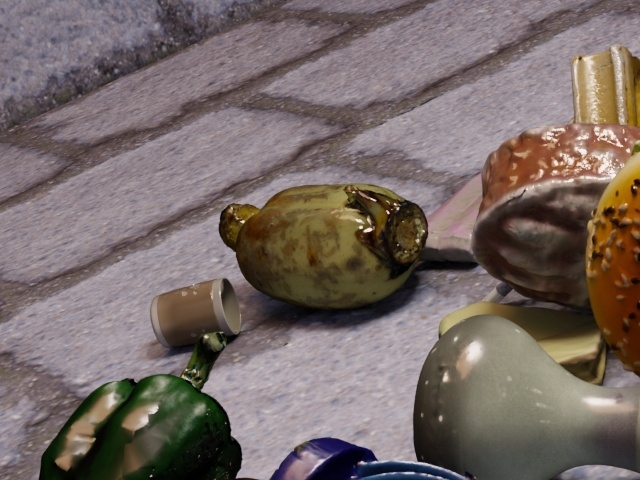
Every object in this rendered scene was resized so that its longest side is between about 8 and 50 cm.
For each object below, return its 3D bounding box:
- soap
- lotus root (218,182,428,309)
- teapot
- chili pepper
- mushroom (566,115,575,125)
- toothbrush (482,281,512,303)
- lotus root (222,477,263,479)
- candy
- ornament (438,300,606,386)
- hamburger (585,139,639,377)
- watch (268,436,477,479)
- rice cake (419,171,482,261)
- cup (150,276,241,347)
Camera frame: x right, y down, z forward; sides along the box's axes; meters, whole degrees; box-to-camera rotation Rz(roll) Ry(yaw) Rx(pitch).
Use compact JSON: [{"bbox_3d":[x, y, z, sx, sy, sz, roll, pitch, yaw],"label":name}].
[{"bbox_3d":[0.356,-0.079,1.938,0.080,0.258,0.160,-11,-22,27],"label":"soap"},{"bbox_3d":[0.000,0.000,2.077,0.309,0.173,0.173,3,29,44],"label":"lotus root"},{"bbox_3d":[0.216,0.163,1.488,0.250,0.184,0.183,4,27,19],"label":"teapot"},{"bbox_3d":[-0.161,0.206,1.682,0.174,0.165,0.261,-24,15,43],"label":"chili pepper"},{"bbox_3d":[0.422,-0.182,2.278,0.116,0.093,0.225,-6,23,44],"label":"mushroom"},{"bbox_3d":[0.276,-0.016,1.864,0.288,0.026,0.024,-48,8,27],"label":"toothbrush"},{"bbox_3d":[-0.061,0.268,1.551,0.089,0.081,0.179,-33,24,-29],"label":"lotus root"},{"bbox_3d":[0.305,-0.024,1.752,0.289,0.214,0.157,6,51,0],"label":"candy"},{"bbox_3d":[0.237,0.110,1.755,0.180,0.059,0.201,-17,20,-28],"label":"ornament"},{"bbox_3d":[0.385,0.018,1.522,0.300,0.300,0.176,-8,11,25],"label":"hamburger"},{"bbox_3d":[0.056,0.262,1.390,0.200,0.171,0.196,22,41,38],"label":"watch"},{"bbox_3d":[0.229,-0.051,2.165,0.106,0.050,0.298,1,28,40],"label":"rice cake"},{"bbox_3d":[-0.156,0.086,2.101,0.099,0.074,0.102,-13,21,14],"label":"cup"}]
